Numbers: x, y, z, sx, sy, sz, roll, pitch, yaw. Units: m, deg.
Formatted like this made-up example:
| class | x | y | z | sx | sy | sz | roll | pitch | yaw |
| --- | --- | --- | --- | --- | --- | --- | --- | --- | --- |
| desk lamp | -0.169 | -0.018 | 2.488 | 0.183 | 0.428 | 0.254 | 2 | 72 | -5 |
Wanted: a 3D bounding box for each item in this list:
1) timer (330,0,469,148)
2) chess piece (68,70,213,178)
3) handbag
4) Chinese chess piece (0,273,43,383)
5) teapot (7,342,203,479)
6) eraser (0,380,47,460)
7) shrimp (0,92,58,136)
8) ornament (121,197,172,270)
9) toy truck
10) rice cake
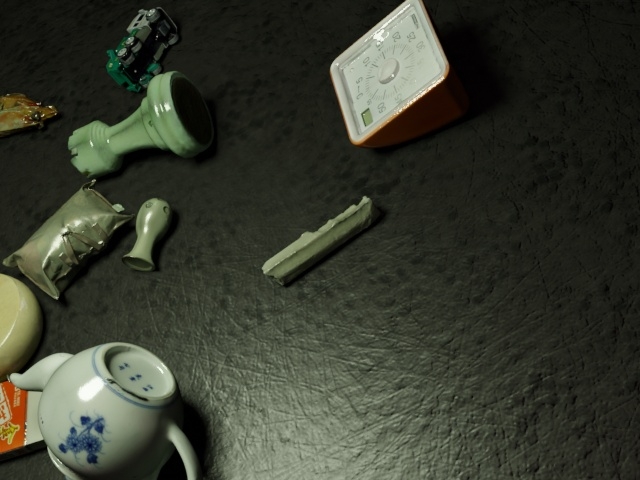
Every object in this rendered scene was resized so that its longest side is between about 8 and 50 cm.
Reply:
| class | x | y | z | sx | sy | sz | roll | pitch | yaw |
| --- | --- | --- | --- | --- | --- | --- | --- | --- | --- |
| timer | 0.154 | -0.330 | 1.913 | 0.250 | 0.161 | 0.257 | -25 | 52 | 14 |
| chess piece | -0.411 | -0.241 | 2.061 | 0.299 | 0.194 | 0.194 | -20 | 52 | 19 |
| handbag | -0.536 | -0.001 | 1.977 | 0.182 | 0.117 | 0.270 | 36 | 74 | 27 |
| Chinese chess piece | -0.700 | 0.189 | 1.915 | 0.251 | 0.097 | 0.250 | -11 | 53 | 15 |
| teapot | -0.378 | 0.331 | 1.618 | 0.424 | 0.252 | 0.280 | 37 | 110 | 13 |
| eraser | -0.622 | 0.354 | 1.807 | 0.230 | 0.038 | 0.157 | -18 | 52 | 9 |
| shrimp | -0.774 | -0.320 | 2.322 | 0.294 | 0.062 | 0.154 | 3 | 52 | 25 |
| ornament | -0.362 | -0.016 | 1.945 | 0.075 | 0.081 | 0.156 | 17 | 62 | -8 |
| toy truck | -0.453 | -0.474 | 2.277 | 0.116 | 0.110 | 0.216 | 4 | 58 | 36 |
| rice cake | 0.000 | 0.000 | 1.800 | 0.256 | 0.057 | 0.052 | -35 | 53 | -5 |
